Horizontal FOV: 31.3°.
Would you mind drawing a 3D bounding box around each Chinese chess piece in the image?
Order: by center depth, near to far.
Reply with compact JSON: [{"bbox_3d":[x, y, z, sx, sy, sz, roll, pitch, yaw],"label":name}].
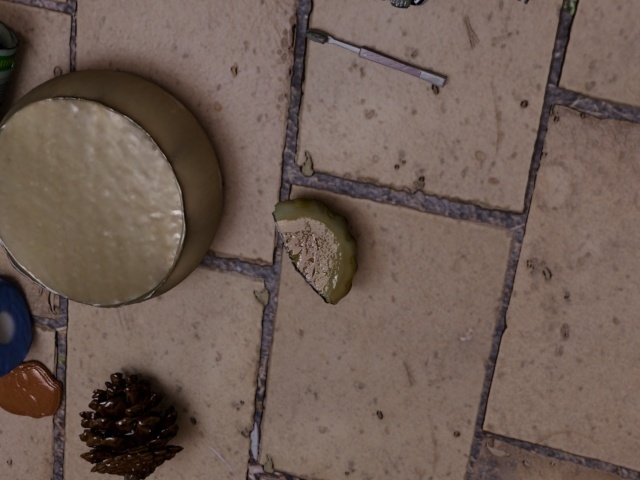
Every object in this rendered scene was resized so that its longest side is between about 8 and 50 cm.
[{"bbox_3d":[-0.305,-0.070,1.597,0.338,0.140,0.338,7,113,17],"label":"Chinese chess piece"}]

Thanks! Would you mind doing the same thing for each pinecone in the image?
[{"bbox_3d":[-0.293,0.284,1.733,0.173,0.173,0.174,6,113,15],"label":"pinecone"}]

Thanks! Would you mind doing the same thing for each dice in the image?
[{"bbox_3d":[-0.541,0.141,1.752,0.146,0.146,0.143,-3,108,19],"label":"dice"}]

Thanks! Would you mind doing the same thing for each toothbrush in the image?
[{"bbox_3d":[0.071,-0.237,1.477,0.194,0.017,0.014,20,121,6],"label":"toothbrush"}]

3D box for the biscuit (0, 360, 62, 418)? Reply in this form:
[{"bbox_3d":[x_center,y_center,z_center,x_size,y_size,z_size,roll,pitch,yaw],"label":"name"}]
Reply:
[{"bbox_3d":[-0.476,0.241,1.842,0.130,0.019,0.102,0,112,17],"label":"biscuit"}]

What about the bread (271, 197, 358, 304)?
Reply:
[{"bbox_3d":[0.000,0.000,1.559,0.157,0.083,0.094,45,112,-2],"label":"bread"}]

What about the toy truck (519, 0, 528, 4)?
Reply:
[{"bbox_3d":[0.260,-0.326,1.373,0.024,0.032,0.083,26,118,1],"label":"toy truck"}]

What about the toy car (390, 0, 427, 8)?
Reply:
[{"bbox_3d":[0.051,-0.352,1.415,0.204,0.056,0.095,16,115,15],"label":"toy car"}]

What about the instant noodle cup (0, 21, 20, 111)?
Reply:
[{"bbox_3d":[-0.527,-0.199,1.592,0.207,0.207,0.233,30,110,4],"label":"instant noodle cup"}]
